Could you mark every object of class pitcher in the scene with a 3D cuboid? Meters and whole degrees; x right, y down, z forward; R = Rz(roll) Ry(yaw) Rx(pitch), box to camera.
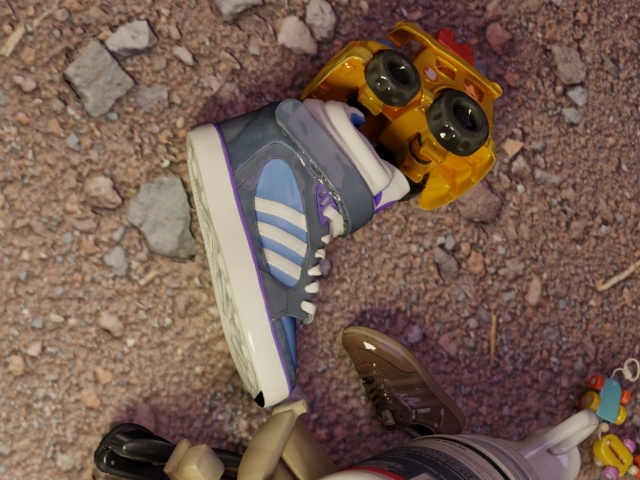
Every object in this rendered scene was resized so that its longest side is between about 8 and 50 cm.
[{"bbox_3d":[0.209,0.261,1.784,0.207,0.178,0.125,-14,57,-40],"label":"pitcher"}]

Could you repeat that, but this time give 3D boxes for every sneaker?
[{"bbox_3d":[0.088,0.174,1.802,0.188,0.066,0.071,43,60,-16],"label":"sneaker"},{"bbox_3d":[0.000,0.000,1.723,0.236,0.130,0.323,-12,78,-14],"label":"sneaker"}]

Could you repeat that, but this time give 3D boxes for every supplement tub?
[{"bbox_3d":[0.097,0.298,1.573,0.272,0.191,0.191,-9,81,-58],"label":"supplement tub"}]

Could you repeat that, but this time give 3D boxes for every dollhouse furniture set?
[{"bbox_3d":[-0.091,0.278,1.645,0.303,0.174,0.355,57,34,-22],"label":"dollhouse furniture set"}]

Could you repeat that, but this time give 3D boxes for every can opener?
[{"bbox_3d":[-0.151,0.231,1.640,0.186,0.073,0.059,22,92,-41],"label":"can opener"}]

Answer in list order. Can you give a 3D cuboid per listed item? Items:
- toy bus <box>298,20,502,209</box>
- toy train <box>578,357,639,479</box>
[{"bbox_3d":[0.104,-0.180,1.872,0.220,0.149,0.211,34,48,-18],"label":"toy bus"},{"bbox_3d":[0.377,0.236,1.987,0.125,0.046,0.166,-18,91,-36],"label":"toy train"}]
